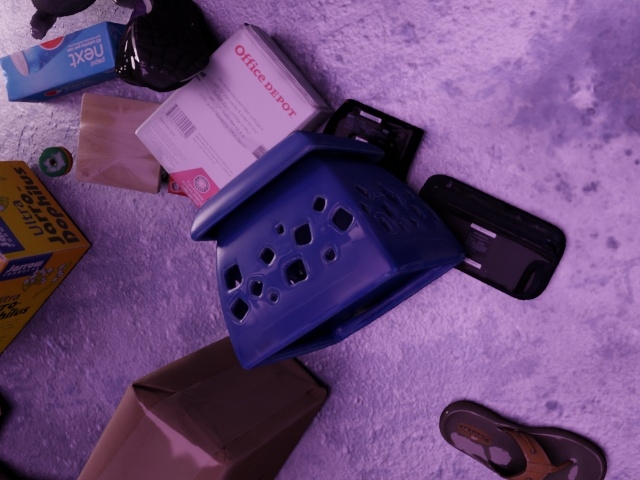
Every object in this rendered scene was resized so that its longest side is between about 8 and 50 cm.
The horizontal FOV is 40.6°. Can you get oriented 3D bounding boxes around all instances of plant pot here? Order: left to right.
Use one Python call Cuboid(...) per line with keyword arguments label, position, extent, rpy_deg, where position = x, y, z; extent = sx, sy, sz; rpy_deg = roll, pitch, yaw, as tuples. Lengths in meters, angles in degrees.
Cuboid(label="plant pot", position=(0.000, 0.000, 1.057), extent=(0.236, 0.236, 0.212), rpy_deg=(-37, 75, 25))

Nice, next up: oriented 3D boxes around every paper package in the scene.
Cuboid(label="paper package", position=(-0.181, 0.314, 1.168), extent=(0.168, 0.309, 0.325), rpy_deg=(37, 110, 16))

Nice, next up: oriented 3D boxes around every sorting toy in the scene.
Cuboid(label="sorting toy", position=(-0.282, -0.145, 1.293), extent=(0.274, 0.046, 0.132), rpy_deg=(10, 100, 11))

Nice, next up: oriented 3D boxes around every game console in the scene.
Cuboid(label="game console", position=(0.134, -0.027, 1.138), extent=(0.361, 0.044, 0.213), rpy_deg=(27, 108, 19))

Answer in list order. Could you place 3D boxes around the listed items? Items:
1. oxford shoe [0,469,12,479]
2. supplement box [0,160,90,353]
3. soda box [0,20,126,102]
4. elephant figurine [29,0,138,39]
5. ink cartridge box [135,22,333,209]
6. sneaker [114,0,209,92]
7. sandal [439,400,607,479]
Cuboid(label="oxford shoe", position=(-0.478, 0.445, 1.448), extent=(0.271, 0.097, 0.098), rpy_deg=(33, 74, 24))
Cuboid(label="supplement box", position=(-0.575, 0.064, 1.371), extent=(0.356, 0.195, 0.194), rpy_deg=(-45, 79, 22))
Cuboid(label="soda box", position=(-0.383, -0.269, 1.318), extent=(0.210, 0.067, 0.071), rpy_deg=(-11, 92, 23))
Cuboid(label="elephant figurine", position=(-0.298, -0.412, 1.228), extent=(0.239, 0.169, 0.186), rpy_deg=(-3, 125, 8))
Cuboid(label="ink cartridge box", position=(-0.116, -0.163, 1.182), extent=(0.218, 0.092, 0.159), rpy_deg=(-41, 85, 16))
Cuboid(label="sneaker", position=(-0.224, -0.244, 1.171), extent=(0.107, 0.283, 0.124), rpy_deg=(26, 117, -22))
Cuboid(label="sandal", position=(0.252, 0.271, 1.110), extent=(0.219, 0.060, 0.090), rpy_deg=(22, 104, 20))
